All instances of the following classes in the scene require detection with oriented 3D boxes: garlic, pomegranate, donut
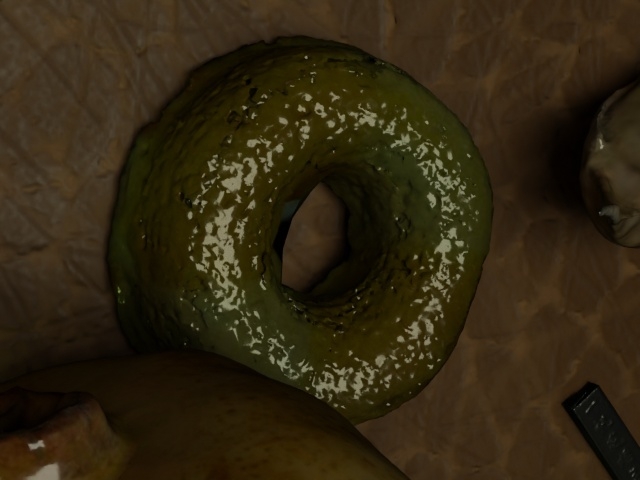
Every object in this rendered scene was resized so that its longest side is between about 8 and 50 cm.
[{"bbox_3d":[0.283,-0.078,1.013,0.339,0.196,0.151,-19,90,-18],"label":"garlic"},{"bbox_3d":[-0.100,0.235,0.774,0.417,0.417,0.416,-4,100,-24],"label":"pomegranate"},{"bbox_3d":[0.000,0.000,0.944,0.272,0.107,0.272,-3,98,-25],"label":"donut"}]

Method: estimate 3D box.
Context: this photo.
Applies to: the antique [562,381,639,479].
[{"bbox_3d":[0.248,0.188,1.131,0.031,0.015,0.192,-41,112,-13],"label":"antique"}]
